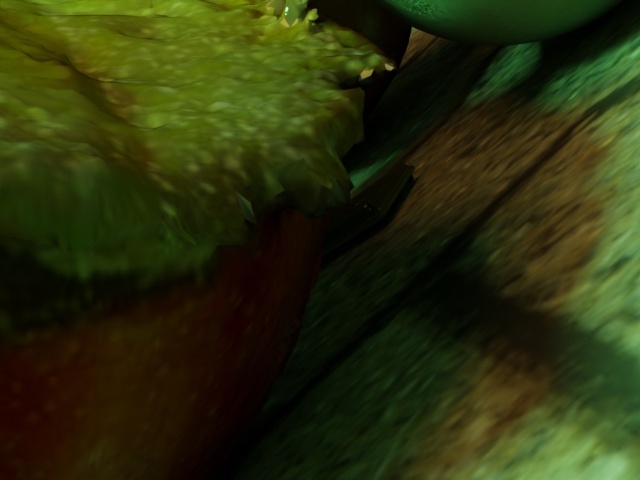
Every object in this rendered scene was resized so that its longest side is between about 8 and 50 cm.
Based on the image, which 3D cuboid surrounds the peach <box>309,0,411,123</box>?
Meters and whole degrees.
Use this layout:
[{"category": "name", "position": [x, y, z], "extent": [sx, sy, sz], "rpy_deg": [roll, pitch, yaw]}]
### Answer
[{"category": "peach", "position": [-0.067, -0.207, 0.879], "extent": [0.242, 0.306, 0.380], "rpy_deg": [-41, -29, -15]}]

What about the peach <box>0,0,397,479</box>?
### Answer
[{"category": "peach", "position": [-0.158, -0.013, 0.554], "extent": [0.339, 0.353, 0.416], "rpy_deg": [-1, -9, -17]}]

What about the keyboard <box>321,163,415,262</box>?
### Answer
[{"category": "keyboard", "position": [0.000, 0.000, 0.732], "extent": [0.129, 0.015, 0.049], "rpy_deg": [-34, 10, 41]}]

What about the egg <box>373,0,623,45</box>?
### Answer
[{"category": "egg", "position": [0.092, -0.206, 0.679], "extent": [0.203, 0.203, 0.283], "rpy_deg": [-37, 15, 27]}]
